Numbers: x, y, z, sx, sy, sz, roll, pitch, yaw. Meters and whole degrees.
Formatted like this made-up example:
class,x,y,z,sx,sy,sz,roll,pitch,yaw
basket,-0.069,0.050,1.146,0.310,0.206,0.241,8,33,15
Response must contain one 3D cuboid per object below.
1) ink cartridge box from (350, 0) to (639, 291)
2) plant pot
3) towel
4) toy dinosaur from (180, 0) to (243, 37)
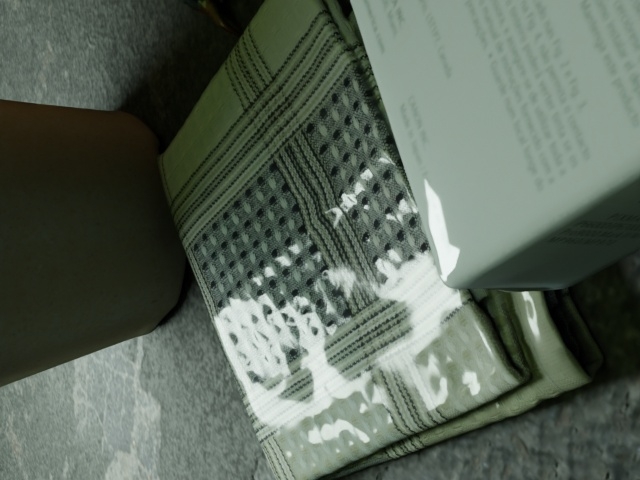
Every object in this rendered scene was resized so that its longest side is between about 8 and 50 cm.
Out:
class,x,y,z,sx,sy,sz,roll,pitch,yaw
ink cartridge box,0.148,-0.194,0.317,0.385,0.091,0.308,-38,59,46
plant pot,-0.301,0.003,0.752,0.333,0.305,0.334,12,106,49
towel,0.000,0.000,0.587,0.324,0.056,0.312,-38,68,46
toy dinosaur,-0.106,-0.195,0.690,0.082,0.047,0.090,1,109,69
